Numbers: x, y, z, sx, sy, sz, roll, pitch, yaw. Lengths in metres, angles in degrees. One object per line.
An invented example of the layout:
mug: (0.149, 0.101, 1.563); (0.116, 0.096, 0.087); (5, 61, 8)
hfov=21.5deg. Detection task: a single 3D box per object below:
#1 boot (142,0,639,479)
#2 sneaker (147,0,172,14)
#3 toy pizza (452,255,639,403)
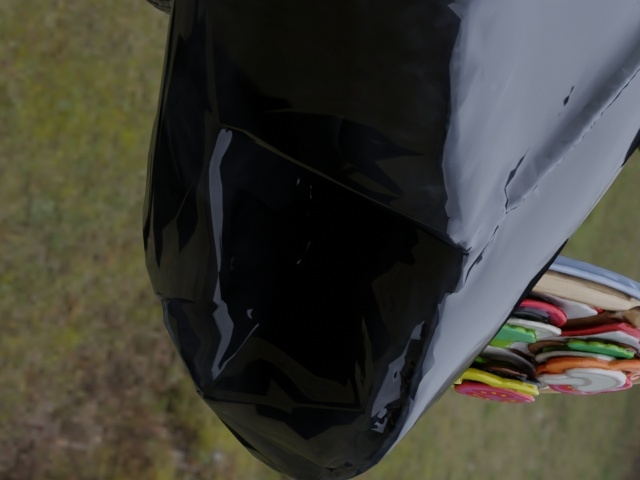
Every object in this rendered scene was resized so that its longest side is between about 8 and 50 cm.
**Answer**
boot: (0.111, -0.055, 0.663); (0.445, 0.146, 0.367); (-50, 143, -44)
sneaker: (-0.126, -0.251, 1.422); (0.073, 0.063, 0.162); (-45, 136, -20)
toy pizza: (0.084, 0.050, 0.849); (0.201, 0.201, 0.032); (81, 18, -69)
